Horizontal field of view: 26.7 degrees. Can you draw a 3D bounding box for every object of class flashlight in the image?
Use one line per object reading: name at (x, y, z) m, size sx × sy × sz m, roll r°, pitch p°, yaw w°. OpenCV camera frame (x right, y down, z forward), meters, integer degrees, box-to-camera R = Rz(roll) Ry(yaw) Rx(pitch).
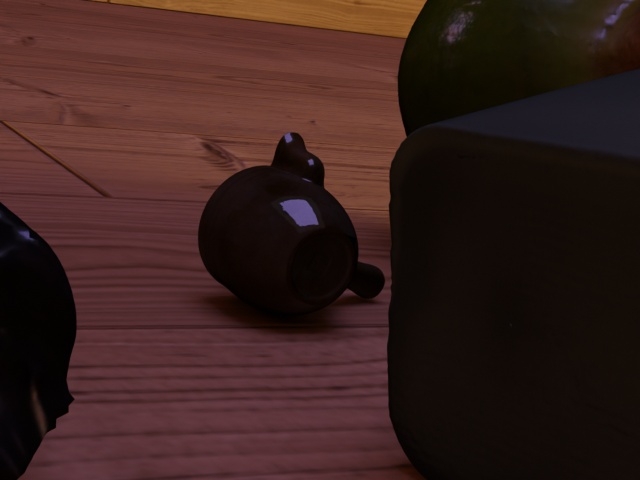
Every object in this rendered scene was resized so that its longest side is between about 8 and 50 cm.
flashlight at (-0.205, -0.014, 0.542) m, size 0.103 × 0.103 × 0.424 m, roll 2°, pitch 13°, yaw -29°

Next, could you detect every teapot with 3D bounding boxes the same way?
teapot at (0.000, 0.000, 0.663) m, size 0.110 × 0.085 × 0.080 m, roll 24°, pitch 3°, yaw -36°

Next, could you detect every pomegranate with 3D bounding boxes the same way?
pomegranate at (0.174, -0.095, 0.795) m, size 0.235 × 0.236 × 0.302 m, roll 6°, pitch -5°, yaw -15°

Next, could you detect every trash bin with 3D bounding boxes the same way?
trash bin at (0.215, 0.003, 0.502) m, size 0.343 × 0.158 × 0.223 m, roll -10°, pitch 17°, yaw -37°
